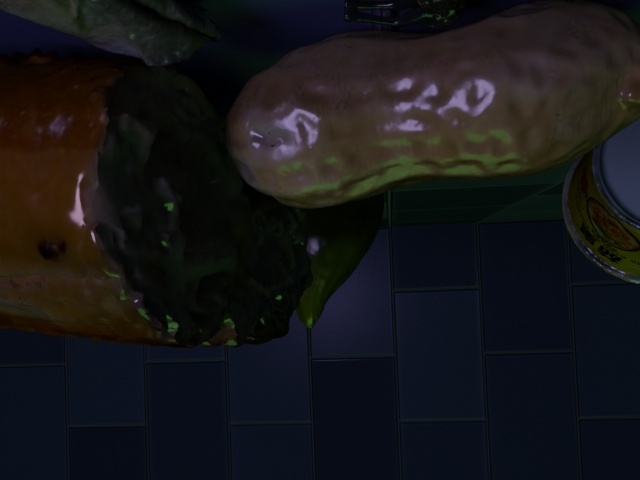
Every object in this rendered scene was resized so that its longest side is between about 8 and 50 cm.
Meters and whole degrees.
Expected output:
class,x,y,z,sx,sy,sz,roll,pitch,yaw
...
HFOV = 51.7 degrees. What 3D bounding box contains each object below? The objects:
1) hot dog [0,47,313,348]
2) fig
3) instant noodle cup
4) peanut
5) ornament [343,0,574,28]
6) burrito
class,x,y,z,sx,sy,sz,roll,pitch,yaw
hot dog,-0.221,-0.025,0.516,0.365,0.196,0.367,2,171,12
fig,-0.008,-0.015,0.944,0.167,0.233,0.167,34,163,12
instant noodle cup,0.334,-0.055,0.643,0.182,0.182,0.144,-3,168,18
peanut,0.068,-0.083,0.393,0.263,0.117,0.101,-6,141,18
ornament,0.073,-0.124,0.322,0.125,0.028,0.073,-1,177,4
burrito,-0.107,-0.112,0.294,0.051,0.042,0.171,-7,173,26
